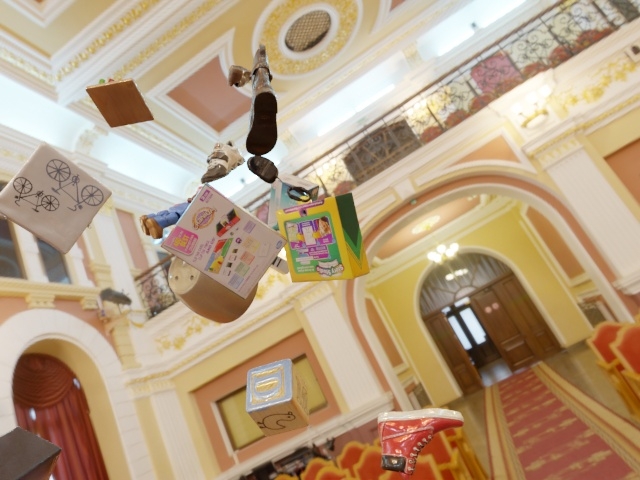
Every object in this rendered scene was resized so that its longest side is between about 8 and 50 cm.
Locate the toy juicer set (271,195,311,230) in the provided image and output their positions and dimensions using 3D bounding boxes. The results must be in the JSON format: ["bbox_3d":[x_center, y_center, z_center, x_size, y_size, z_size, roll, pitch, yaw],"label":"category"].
[{"bbox_3d":[-0.113,-0.076,2.130,0.329,0.090,0.209,-40,-37,26],"label":"toy juicer set"}]

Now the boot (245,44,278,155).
[{"bbox_3d":[-0.177,-0.415,1.350,0.091,0.229,0.263,2,-40,-17],"label":"boot"}]

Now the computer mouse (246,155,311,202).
[{"bbox_3d":[-0.136,-0.197,1.473,0.071,0.242,0.041,-59,10,-21],"label":"computer mouse"}]

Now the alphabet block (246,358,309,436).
[{"bbox_3d":[-0.165,0.613,1.755,0.192,0.194,0.197,-17,-53,9],"label":"alphabet block"}]

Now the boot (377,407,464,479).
[{"bbox_3d":[0.285,0.567,1.247,0.244,0.176,0.088,-12,-41,14],"label":"boot"}]

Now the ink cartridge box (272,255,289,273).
[{"bbox_3d":[-0.303,0.065,2.209,0.065,0.332,0.165,-63,9,-10],"label":"ink cartridge box"}]

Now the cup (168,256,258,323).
[{"bbox_3d":[-0.438,0.142,1.735,0.331,0.331,0.237,-34,-30,19],"label":"cup"}]

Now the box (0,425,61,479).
[{"bbox_3d":[-0.955,0.754,1.286,0.294,0.182,0.297,-12,-55,-86],"label":"box"}]

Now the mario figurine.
[{"bbox_3d":[-0.496,-0.078,1.697,0.320,0.198,0.170,-28,-26,-33],"label":"mario figurine"}]

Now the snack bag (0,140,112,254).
[{"bbox_3d":[-1.026,-0.157,1.742,0.037,0.343,0.323,-7,-38,39],"label":"snack bag"}]

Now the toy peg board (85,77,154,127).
[{"bbox_3d":[-0.669,-0.481,1.520,0.160,0.079,0.161,-10,-37,4],"label":"toy peg board"}]

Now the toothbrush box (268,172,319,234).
[{"bbox_3d":[-0.141,-0.164,2.276,0.126,0.216,0.296,-32,-41,-50],"label":"toothbrush box"}]

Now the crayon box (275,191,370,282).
[{"bbox_3d":[0.000,0.000,1.776,0.106,0.313,0.362,-18,6,-43],"label":"crayon box"}]

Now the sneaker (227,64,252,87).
[{"bbox_3d":[-0.301,-0.612,1.687,0.071,0.066,0.188,-62,-7,20],"label":"sneaker"}]

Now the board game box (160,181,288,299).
[{"bbox_3d":[-0.300,0.004,1.428,0.242,0.316,0.064,-53,16,2],"label":"board game box"}]

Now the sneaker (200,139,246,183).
[{"bbox_3d":[-0.465,-0.362,2.039,0.122,0.146,0.331,-12,25,23],"label":"sneaker"}]
